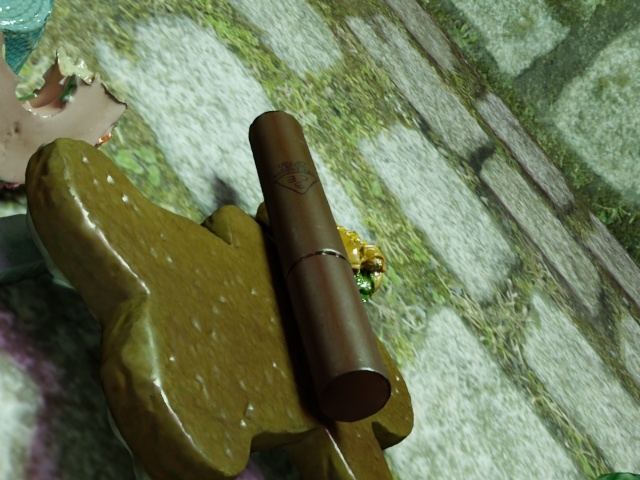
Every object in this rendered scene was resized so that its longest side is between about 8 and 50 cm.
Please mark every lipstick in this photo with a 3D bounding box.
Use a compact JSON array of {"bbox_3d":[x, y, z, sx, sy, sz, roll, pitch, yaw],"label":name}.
[{"bbox_3d":[-0.011,0.000,0.796,0.057,0.057,0.356,35,24,-34],"label":"lipstick"}]

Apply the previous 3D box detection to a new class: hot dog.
[{"bbox_3d":[0.000,0.000,0.892,0.072,0.055,0.188,45,-7,-39],"label":"hot dog"}]

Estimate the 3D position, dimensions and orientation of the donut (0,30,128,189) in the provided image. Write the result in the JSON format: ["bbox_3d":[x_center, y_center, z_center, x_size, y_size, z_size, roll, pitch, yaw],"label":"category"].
[{"bbox_3d":[-0.215,-0.091,0.654,0.065,0.117,0.166,32,-1,34],"label":"donut"}]

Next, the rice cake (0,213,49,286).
[{"bbox_3d":[-0.197,0.004,0.625,0.043,0.034,0.211,57,23,5],"label":"rice cake"}]

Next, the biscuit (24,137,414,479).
[{"bbox_3d":[-0.045,0.092,0.726,0.283,0.064,0.432,61,16,24],"label":"biscuit"}]

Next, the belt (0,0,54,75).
[{"bbox_3d":[-0.279,-0.189,0.708,0.148,0.082,0.163,20,40,-34],"label":"belt"}]

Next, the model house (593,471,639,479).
[{"bbox_3d":[0.176,0.329,0.571,0.298,0.243,0.284,49,24,26],"label":"model house"}]
